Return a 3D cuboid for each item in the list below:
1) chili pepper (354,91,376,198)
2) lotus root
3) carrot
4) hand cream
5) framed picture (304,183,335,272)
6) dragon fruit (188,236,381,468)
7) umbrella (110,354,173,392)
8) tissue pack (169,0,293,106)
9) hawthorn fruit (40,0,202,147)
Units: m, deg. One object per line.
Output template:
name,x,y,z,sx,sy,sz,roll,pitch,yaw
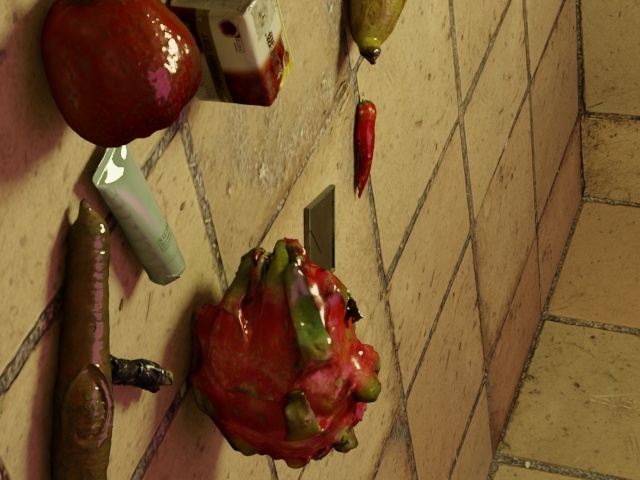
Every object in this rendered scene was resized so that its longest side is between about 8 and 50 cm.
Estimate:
chili pepper,0.072,-0.152,2.370,0.045,0.027,0.178,-31,129,-66
lotus root,0.084,-0.364,2.234,0.108,0.094,0.190,15,92,-47
carrot,-0.250,0.127,1.551,0.070,0.070,0.342,-19,114,-68
hand cream,-0.204,-0.030,1.634,0.205,0.050,0.078,68,35,-48
framed picture,0.000,0.000,2.258,0.109,0.011,0.149,-45,139,-59
dragon fruit,-0.045,0.145,1.882,0.237,0.231,0.302,-35,121,-49
umbrella,-0.213,0.154,1.693,0.144,0.040,0.037,25,82,-66
tissue pack,-0.104,-0.242,1.730,0.148,0.106,0.099,75,31,-48
hawthorn fruit,-0.210,-0.198,1.437,0.203,0.163,0.162,66,33,-25
